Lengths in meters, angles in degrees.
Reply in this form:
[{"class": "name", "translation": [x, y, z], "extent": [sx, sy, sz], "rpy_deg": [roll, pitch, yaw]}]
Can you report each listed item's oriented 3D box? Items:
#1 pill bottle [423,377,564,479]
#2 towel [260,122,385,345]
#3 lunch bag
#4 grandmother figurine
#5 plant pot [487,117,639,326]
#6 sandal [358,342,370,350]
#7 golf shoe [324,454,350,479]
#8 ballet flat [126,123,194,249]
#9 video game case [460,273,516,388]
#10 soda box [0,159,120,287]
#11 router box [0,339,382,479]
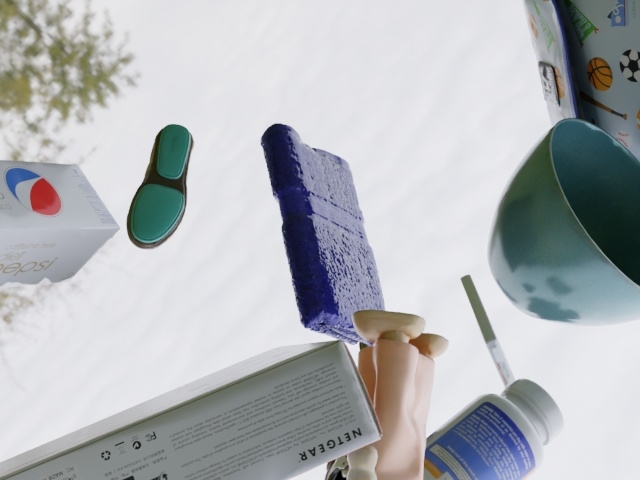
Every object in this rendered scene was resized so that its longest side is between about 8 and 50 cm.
[{"class": "pill bottle", "translation": [0.261, 0.343, 1.587], "extent": [0.272, 0.152, 0.152], "rpy_deg": [-33, -154, -22]}, {"class": "towel", "translation": [0.000, 0.000, 1.441], "extent": [0.076, 0.227, 0.308], "rpy_deg": [-24, -114, 24]}, {"class": "lunch bag", "translation": [0.477, -0.266, 1.486], "extent": [0.239, 0.328, 0.385], "rpy_deg": [-25, -163, -30]}, {"class": "grandmother figurine", "translation": [0.067, 0.253, 0.955], "extent": [0.104, 0.208, 0.342], "rpy_deg": [-11, -120, 36]}, {"class": "plant pot", "translation": [0.348, 0.004, 1.369], "extent": [0.195, 0.290, 0.290], "rpy_deg": [-39, -154, 38]}, {"class": "sandal", "translation": [0.130, 0.237, 1.723], "extent": [0.049, 0.072, 0.180], "rpy_deg": [-37, -107, 28]}, {"class": "golf shoe", "translation": [0.063, 0.327, 1.503], "extent": [0.086, 0.067, 0.186], "rpy_deg": [-72, -172, -65]}, {"class": "ballet flat", "translation": [-0.314, -0.089, 1.964], "extent": [0.106, 0.107, 0.316], "rpy_deg": [117, -11, -53]}, {"class": "video game case", "translation": [0.333, 0.203, 1.888], "extent": [0.026, 0.206, 0.227], "rpy_deg": [-24, -151, 7]}, {"class": "soda box", "translation": [-0.248, -0.011, 0.701], "extent": [0.074, 0.216, 0.069], "rpy_deg": [-43, -108, 22]}, {"class": "router box", "translation": [-0.145, 0.184, 0.828], "extent": [0.335, 0.082, 0.301], "rpy_deg": [-21, 177, -12]}]
